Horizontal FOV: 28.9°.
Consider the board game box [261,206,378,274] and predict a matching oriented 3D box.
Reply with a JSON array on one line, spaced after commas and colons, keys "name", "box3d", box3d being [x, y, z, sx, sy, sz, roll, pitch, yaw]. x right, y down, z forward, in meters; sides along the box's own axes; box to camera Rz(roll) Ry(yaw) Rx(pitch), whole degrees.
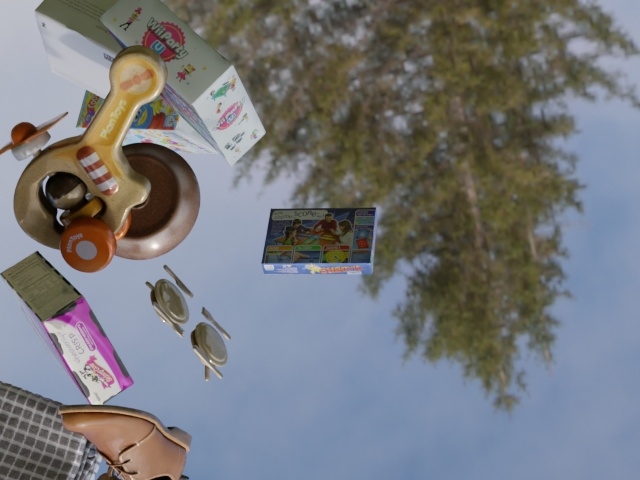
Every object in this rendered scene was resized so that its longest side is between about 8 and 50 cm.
[{"name": "board game box", "box3d": [0.000, 0.000, 2.280, 0.201, 0.035, 0.136, 0, -130, 10]}]

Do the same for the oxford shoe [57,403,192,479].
[{"name": "oxford shoe", "box3d": [-0.217, 0.233, 1.397, 0.076, 0.212, 0.076, -8, -117, 31]}]

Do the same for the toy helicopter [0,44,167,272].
[{"name": "toy helicopter", "box3d": [-0.347, -0.143, 1.841, 0.355, 0.235, 0.140, -57, -171, 23]}]

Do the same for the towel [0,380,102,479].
[{"name": "towel", "box3d": [-0.488, 0.336, 1.890, 0.284, 0.121, 0.235, 17, -113, 10]}]

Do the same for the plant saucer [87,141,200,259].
[{"name": "plant saucer", "box3d": [-0.296, -0.068, 2.018, 0.199, 0.198, 0.036, -18, 168, 0]}]

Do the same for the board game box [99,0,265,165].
[{"name": "board game box", "box3d": [-0.220, -0.271, 2.060, 0.097, 0.303, 0.224, -45, -106, -6]}]

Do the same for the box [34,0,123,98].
[{"name": "box", "box3d": [-0.392, -0.356, 2.219, 0.181, 0.182, 0.119, 28, -116, 13]}]

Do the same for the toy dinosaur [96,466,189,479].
[{"name": "toy dinosaur", "box3d": [-0.163, 0.384, 1.714, 0.296, 0.200, 0.127, -11, -178, -1]}]

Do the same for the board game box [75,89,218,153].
[{"name": "board game box", "box3d": [-0.320, -0.259, 2.424, 0.275, 0.144, 0.142, 5, -103, 37]}]

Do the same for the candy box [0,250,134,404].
[{"name": "candy box", "box3d": [-0.366, 0.124, 1.775, 0.071, 0.159, 0.233, -33, -153, -16]}]

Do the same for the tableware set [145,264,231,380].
[{"name": "tableware set", "box3d": [-0.231, 0.149, 2.131, 0.039, 0.194, 0.128, -31, -156, 20]}]
